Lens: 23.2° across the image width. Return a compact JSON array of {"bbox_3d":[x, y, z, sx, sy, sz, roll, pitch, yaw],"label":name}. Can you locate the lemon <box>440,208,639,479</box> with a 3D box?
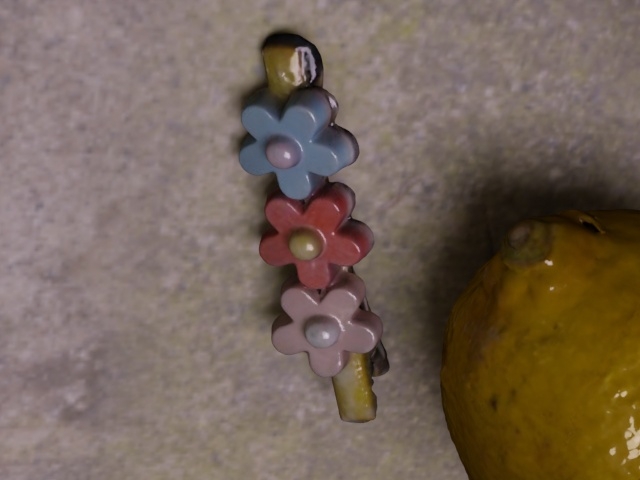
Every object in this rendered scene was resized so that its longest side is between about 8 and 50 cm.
[{"bbox_3d":[0.158,0.083,0.789,0.188,0.188,0.256,-39,121,5],"label":"lemon"}]

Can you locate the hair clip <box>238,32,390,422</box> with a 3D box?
[{"bbox_3d":[-0.002,0.004,0.763,0.062,0.056,0.213,-2,126,19],"label":"hair clip"}]
